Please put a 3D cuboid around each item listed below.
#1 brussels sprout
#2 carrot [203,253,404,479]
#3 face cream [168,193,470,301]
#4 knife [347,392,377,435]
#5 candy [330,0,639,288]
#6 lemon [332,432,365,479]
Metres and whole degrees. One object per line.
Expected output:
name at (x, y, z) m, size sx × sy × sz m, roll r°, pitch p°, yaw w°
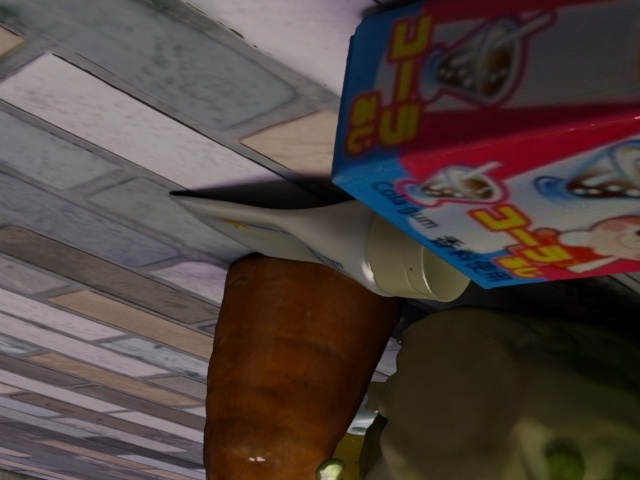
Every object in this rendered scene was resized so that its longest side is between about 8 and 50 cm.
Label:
brussels sprout at (0.176, 0.192, 0.883) m, size 0.314 × 0.276 × 0.371 m, roll 19°, pitch 167°, yaw 23°
carrot at (-0.027, 0.132, 0.884) m, size 0.159 × 0.225 × 0.159 m, roll 11°, pitch 155°, yaw 5°
face cream at (0.000, 0.000, 0.757) m, size 0.224 × 0.070 × 0.114 m, roll 4°, pitch 160°, yaw 38°
knife at (0.186, 0.204, 1.233) m, size 0.331 × 0.044 × 0.080 m, roll -1°, pitch 150°, yaw 11°
candy at (0.172, -0.057, 0.467) m, size 0.306 × 0.100 × 0.157 m, roll -8°, pitch 152°, yaw 37°
lemon at (0.047, 0.372, 1.414) m, size 0.253 × 0.253 × 0.310 m, roll 12°, pitch 160°, yaw -5°
